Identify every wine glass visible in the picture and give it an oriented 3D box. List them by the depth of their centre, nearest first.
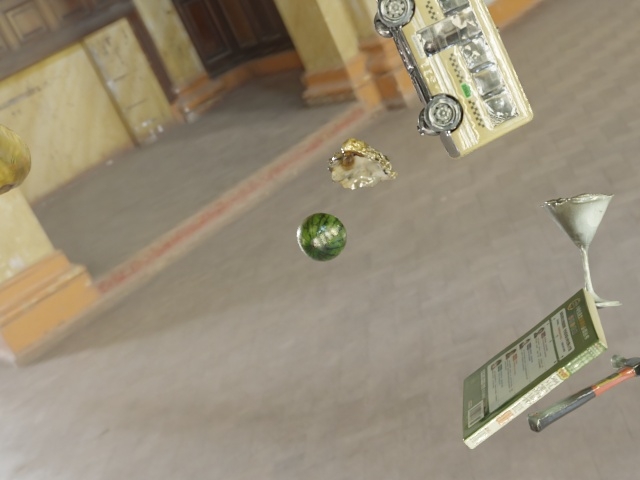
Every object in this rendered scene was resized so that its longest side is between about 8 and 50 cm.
[{"bbox_3d":[0.538,0.028,1.942,0.156,0.232,0.156,-6,-6,-1],"label":"wine glass"}]

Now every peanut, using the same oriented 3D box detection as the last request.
[{"bbox_3d":[-0.493,-0.124,1.316,0.120,0.110,0.236,-31,-16,10],"label":"peanut"}]

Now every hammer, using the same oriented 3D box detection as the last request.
[{"bbox_3d":[0.456,0.258,1.610,0.287,0.033,0.111,-19,10,-29],"label":"hammer"}]

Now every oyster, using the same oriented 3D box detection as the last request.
[{"bbox_3d":[0.060,-0.116,1.404,0.103,0.051,0.148,-2,-10,7],"label":"oyster"}]

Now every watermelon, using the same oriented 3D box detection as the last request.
[{"bbox_3d":[0.000,0.000,1.946,0.105,0.106,0.062,-20,20,17],"label":"watermelon"}]

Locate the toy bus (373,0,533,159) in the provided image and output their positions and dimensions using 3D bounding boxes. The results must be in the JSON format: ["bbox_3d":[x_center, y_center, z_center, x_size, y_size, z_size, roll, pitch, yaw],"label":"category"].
[{"bbox_3d":[0.235,-0.342,1.740,0.201,0.366,0.177,-25,4,2],"label":"toy bus"}]

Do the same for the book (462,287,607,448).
[{"bbox_3d":[0.329,0.198,1.499,0.264,0.027,0.202,-42,7,19],"label":"book"}]
